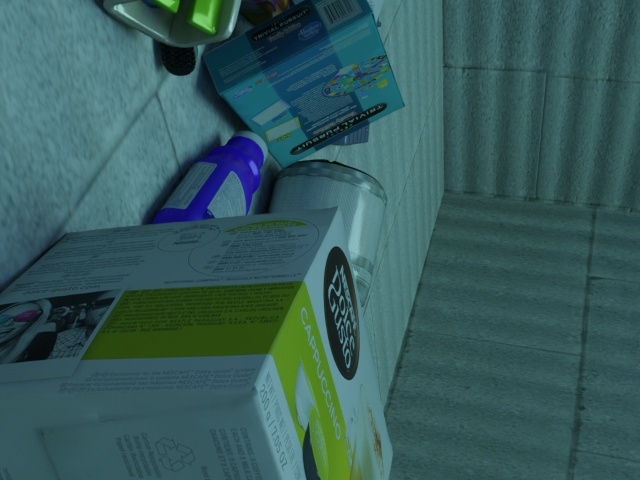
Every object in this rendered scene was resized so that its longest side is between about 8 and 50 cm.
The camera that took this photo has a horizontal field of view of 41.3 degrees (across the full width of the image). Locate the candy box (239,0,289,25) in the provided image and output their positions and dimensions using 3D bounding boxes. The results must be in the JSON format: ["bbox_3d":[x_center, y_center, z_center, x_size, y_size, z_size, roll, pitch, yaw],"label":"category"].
[{"bbox_3d":[-0.100,-0.417,1.360,0.186,0.053,0.109,6,90,-75],"label":"candy box"}]

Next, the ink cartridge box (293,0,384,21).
[{"bbox_3d":[0.031,-0.558,1.651,0.330,0.071,0.324,52,48,-45],"label":"ink cartridge box"}]

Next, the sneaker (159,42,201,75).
[{"bbox_3d":[-0.188,-0.305,1.130,0.075,0.057,0.161,-91,180,-69],"label":"sneaker"}]

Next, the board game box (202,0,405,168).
[{"bbox_3d":[-0.012,-0.259,1.389,0.079,0.253,0.336,65,6,19],"label":"board game box"}]

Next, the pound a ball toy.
[{"bbox_3d":[-0.185,-0.416,0.990,0.208,0.135,0.319,21,76,-48],"label":"pound a ball toy"}]

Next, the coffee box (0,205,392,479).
[{"bbox_3d":[-0.134,0.192,0.863,0.334,0.338,0.338,-65,145,-61],"label":"coffee box"}]

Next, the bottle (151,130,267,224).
[{"bbox_3d":[-0.156,-0.063,1.258,0.283,0.092,0.118,-65,157,-47],"label":"bottle"}]

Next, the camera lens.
[{"bbox_3d":[0.000,0.000,1.598,0.219,0.219,0.274,55,45,-67],"label":"camera lens"}]

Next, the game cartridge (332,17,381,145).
[{"bbox_3d":[0.084,-0.404,2.005,0.230,0.068,0.355,-36,132,-74],"label":"game cartridge"}]
